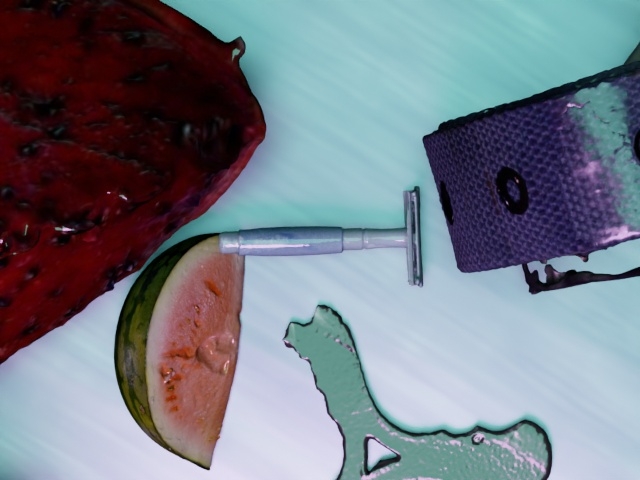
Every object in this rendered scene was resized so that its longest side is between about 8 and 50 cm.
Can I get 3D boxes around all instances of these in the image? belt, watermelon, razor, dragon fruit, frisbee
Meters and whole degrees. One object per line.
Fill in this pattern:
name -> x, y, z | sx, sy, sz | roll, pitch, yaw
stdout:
belt -> 0.154, -0.034, 1.161 | 0.139, 0.230, 0.126 | -17, 91, -22
watermelon -> -0.108, 0.068, 1.272 | 0.069, 0.087, 0.163 | 9, 89, 41
razor -> 0.000, 0.000, 1.254 | 0.135, 0.040, 0.068 | -2, 90, -3
dragon fruit -> -0.236, -0.081, 1.259 | 0.286, 0.228, 0.329 | -29, 66, -27
frisbee -> 0.037, 0.129, 1.276 | 0.211, 0.012, 0.187 | -24, 88, 5

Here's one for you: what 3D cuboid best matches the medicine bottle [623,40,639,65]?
medicine bottle -> 0.386, -0.044, 1.134 | 0.406, 0.236, 0.236 | 32, 93, 3
